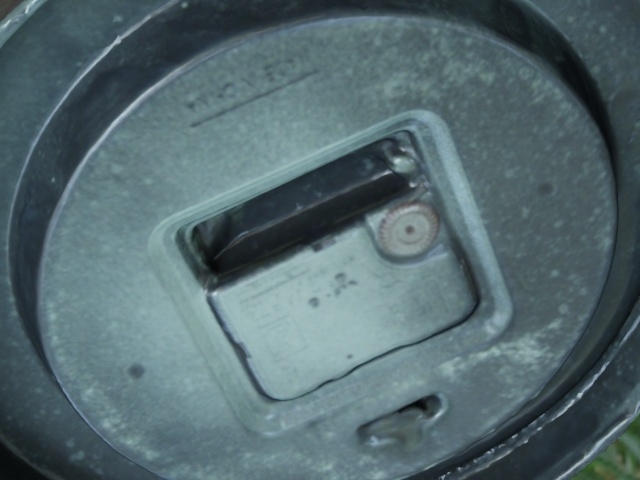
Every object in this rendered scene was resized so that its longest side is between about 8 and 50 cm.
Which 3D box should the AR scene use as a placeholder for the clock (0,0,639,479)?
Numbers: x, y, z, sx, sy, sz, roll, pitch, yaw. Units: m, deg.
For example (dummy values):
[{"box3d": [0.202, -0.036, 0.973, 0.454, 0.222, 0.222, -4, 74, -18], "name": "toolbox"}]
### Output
[{"box3d": [0.000, 0.000, 0.677, 0.386, 0.076, 0.386, -7, 125, -10], "name": "clock"}]
